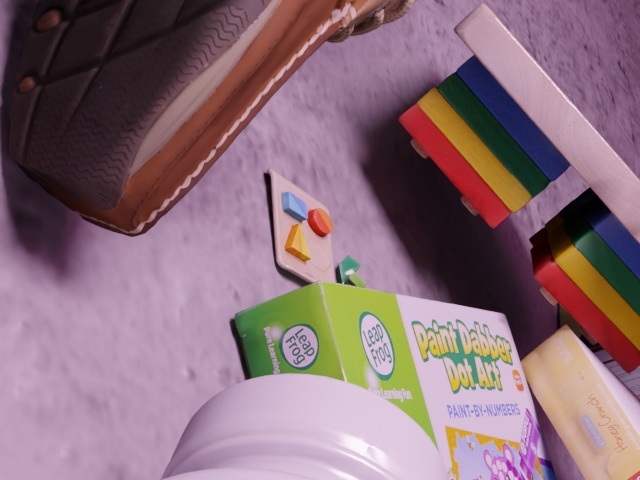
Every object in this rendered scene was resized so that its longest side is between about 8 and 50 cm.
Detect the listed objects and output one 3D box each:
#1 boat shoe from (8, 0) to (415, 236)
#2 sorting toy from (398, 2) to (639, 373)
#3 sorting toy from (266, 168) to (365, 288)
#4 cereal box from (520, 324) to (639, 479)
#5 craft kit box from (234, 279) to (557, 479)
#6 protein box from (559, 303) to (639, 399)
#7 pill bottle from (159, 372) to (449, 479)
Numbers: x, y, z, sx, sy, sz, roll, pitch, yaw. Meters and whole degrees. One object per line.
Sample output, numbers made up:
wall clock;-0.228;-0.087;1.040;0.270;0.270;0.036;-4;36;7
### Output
boat shoe;0.004;-0.137;0.500;0.120;0.122;0.324;43;74;-44
sorting toy;0.162;-0.028;0.822;0.255;0.089;0.257;49;11;0
sorting toy;0.000;0.000;0.667;0.083;0.012;0.062;32;42;-52
cereal box;0.232;0.173;0.762;0.240;0.047;0.173;41;14;-35
craft kit box;0.067;0.152;0.633;0.250;0.061;0.247;13;56;-61
protein box;0.316;0.084;1.090;0.201;0.136;0.200;54;28;-28
pill bottle;-0.025;0.152;0.339;0.136;0.136;0.246;57;27;-23
